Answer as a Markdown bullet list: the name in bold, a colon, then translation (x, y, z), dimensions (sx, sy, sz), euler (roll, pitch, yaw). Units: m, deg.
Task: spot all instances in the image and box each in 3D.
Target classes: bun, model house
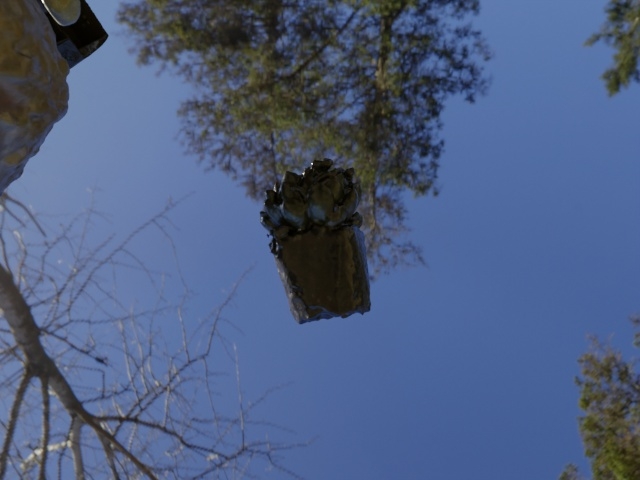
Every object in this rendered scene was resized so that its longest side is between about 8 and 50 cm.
- **bun**: translation (-0.419, -0.390, 1.150), dimensions (0.054, 0.086, 0.086), euler (-37, -117, -5)
- **model house**: translation (-0.702, -0.500, 1.771), dimensions (0.243, 0.211, 0.204), euler (-17, -151, 33)

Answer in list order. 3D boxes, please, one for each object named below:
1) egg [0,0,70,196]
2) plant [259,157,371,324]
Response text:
- **egg**: translation (-0.363, -0.152, 0.580), dimensions (0.310, 0.279, 0.279), euler (22, -122, 1)
- **plant**: translation (0.000, 0.000, 0.631), dimensions (0.092, 0.094, 0.143), euler (-12, -94, 21)
